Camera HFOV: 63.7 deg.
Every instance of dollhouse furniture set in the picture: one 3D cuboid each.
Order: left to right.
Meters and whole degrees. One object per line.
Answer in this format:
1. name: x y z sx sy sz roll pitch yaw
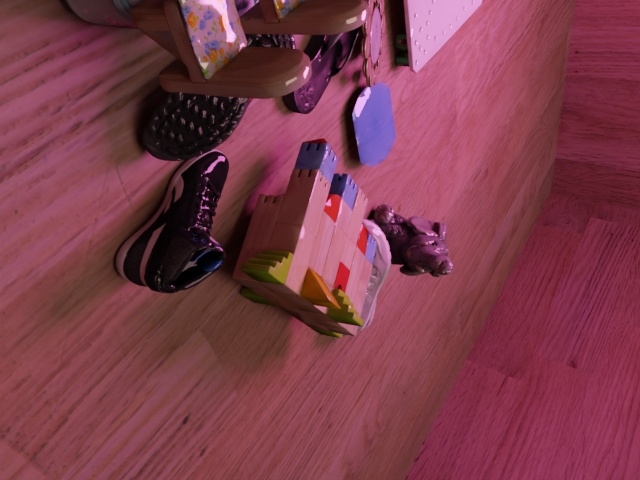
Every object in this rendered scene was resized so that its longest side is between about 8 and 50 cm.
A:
1. dollhouse furniture set: 0.008 -0.368 0.422 0.394 0.257 0.361 -56 145 -37

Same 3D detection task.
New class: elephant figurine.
1. elephant figurine: 0.220 0.023 1.168 0.186 0.240 0.169 -52 143 -30

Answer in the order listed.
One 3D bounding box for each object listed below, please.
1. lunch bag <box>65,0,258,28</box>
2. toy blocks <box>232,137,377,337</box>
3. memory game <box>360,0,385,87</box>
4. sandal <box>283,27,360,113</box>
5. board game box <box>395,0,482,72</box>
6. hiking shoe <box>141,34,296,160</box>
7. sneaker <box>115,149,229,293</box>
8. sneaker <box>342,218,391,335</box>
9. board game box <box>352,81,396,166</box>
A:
1. lunch bag: -0.154 -0.361 0.517 0.224 0.108 0.278 -27 127 -50
2. toy blocks: 0.000 0.000 0.905 0.381 0.191 0.260 46 55 -55
3. memory game: 0.097 -0.376 0.947 0.186 0.012 0.186 6 90 -75
4. sandal: 0.023 -0.320 0.867 0.097 0.055 0.254 41 70 -57
5. board game box: 0.247 -0.620 1.079 0.390 0.050 0.389 -50 143 -32
6. hiking shoe: -0.130 -0.187 0.656 0.227 0.114 0.086 -41 114 -1
7. sneaker: -0.154 -0.021 0.672 0.216 0.121 0.079 -59 147 -21
8. sneaker: 0.077 0.091 1.106 0.115 0.105 0.281 -27 127 -50
9. board game box: 0.100 -0.236 1.056 0.133 0.033 0.168 -41 131 -35
